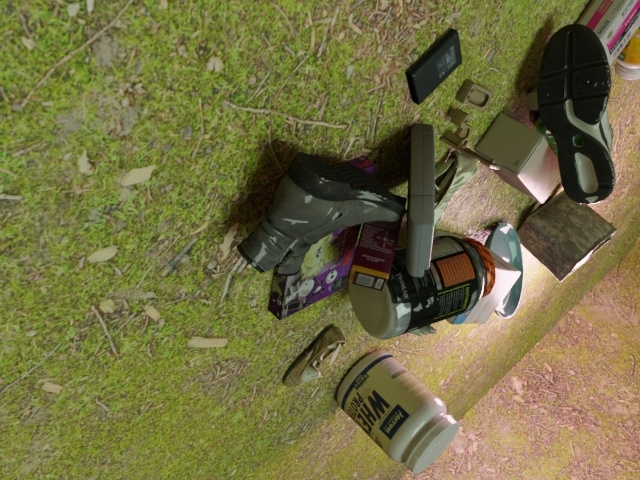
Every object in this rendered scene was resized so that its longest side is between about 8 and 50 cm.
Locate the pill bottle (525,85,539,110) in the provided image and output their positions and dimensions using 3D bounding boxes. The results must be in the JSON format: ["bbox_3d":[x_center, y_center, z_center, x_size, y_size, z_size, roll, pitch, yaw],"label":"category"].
[{"bbox_3d":[0.601,-0.387,1.681,0.120,0.067,0.067,-28,143,-32],"label":"pill bottle"}]

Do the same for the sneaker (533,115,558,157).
[{"bbox_3d":[0.702,-0.312,1.836,0.109,0.123,0.295,-50,149,1],"label":"sneaker"}]

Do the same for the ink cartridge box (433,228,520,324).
[{"bbox_3d":[0.418,0.111,1.851,0.270,0.197,0.198,10,115,-55],"label":"ink cartridge box"}]

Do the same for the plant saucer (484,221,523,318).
[{"bbox_3d":[0.599,0.099,2.092,0.317,0.043,0.318,5,84,-53],"label":"plant saucer"}]

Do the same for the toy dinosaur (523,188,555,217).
[{"bbox_3d":[0.764,-0.160,2.138,0.212,0.064,0.112,-54,150,7],"label":"toy dinosaur"}]

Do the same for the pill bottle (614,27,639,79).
[{"bbox_3d":[0.935,-0.582,1.853,0.117,0.117,0.209,-38,147,-20],"label":"pill bottle"}]

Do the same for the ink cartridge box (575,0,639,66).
[{"bbox_3d":[0.768,-0.579,1.671,0.235,0.088,0.193,-57,150,12],"label":"ink cartridge box"}]

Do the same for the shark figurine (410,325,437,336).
[{"bbox_3d":[0.192,0.186,1.771,0.278,0.166,0.116,26,76,-41],"label":"shark figurine"}]

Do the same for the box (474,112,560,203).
[{"bbox_3d":[0.551,-0.217,1.725,0.121,0.148,0.311,-56,150,8],"label":"box"}]

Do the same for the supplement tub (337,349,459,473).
[{"bbox_3d":[0.234,0.519,1.927,0.235,0.324,0.236,-33,145,-27],"label":"supplement tub"}]

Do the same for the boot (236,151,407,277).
[{"bbox_3d":[0.003,-0.033,1.190,0.338,0.118,0.223,12,119,-48],"label":"boot"}]

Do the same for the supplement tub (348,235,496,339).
[{"bbox_3d":[0.257,0.106,1.574,0.337,0.207,0.207,-13,135,-27],"label":"supplement tub"}]

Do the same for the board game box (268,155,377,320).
[{"bbox_3d":[0.000,0.000,1.343,0.208,0.056,0.347,-28,143,-39],"label":"board game box"}]

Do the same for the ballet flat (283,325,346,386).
[{"bbox_3d":[-0.011,0.315,1.643,0.206,0.067,0.073,-50,149,0],"label":"ballet flat"}]

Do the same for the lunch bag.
[{"bbox_3d":[0.872,-0.035,2.228,0.287,0.235,0.169,-32,157,-25],"label":"lunch bag"}]

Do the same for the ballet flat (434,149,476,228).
[{"bbox_3d":[0.286,-0.116,1.570,0.249,0.086,0.086,-55,149,5],"label":"ballet flat"}]

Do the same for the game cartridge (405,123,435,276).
[{"bbox_3d":[0.211,-0.098,1.340,0.198,0.062,0.297,78,15,-49],"label":"game cartridge"}]

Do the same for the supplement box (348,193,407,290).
[{"bbox_3d":[0.123,0.000,1.363,0.104,0.080,0.188,95,10,-71],"label":"supplement box"}]

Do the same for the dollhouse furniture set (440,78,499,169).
[{"bbox_3d":[0.376,-0.265,1.465,0.144,0.123,0.151,1,123,-53],"label":"dollhouse furniture set"}]

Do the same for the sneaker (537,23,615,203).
[{"bbox_3d":[0.666,-0.342,1.641,0.257,0.169,0.448,-50,130,-57],"label":"sneaker"}]

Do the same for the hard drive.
[{"bbox_3d":[0.233,-0.352,1.286,0.135,0.022,0.094,-45,149,-8],"label":"hard drive"}]
